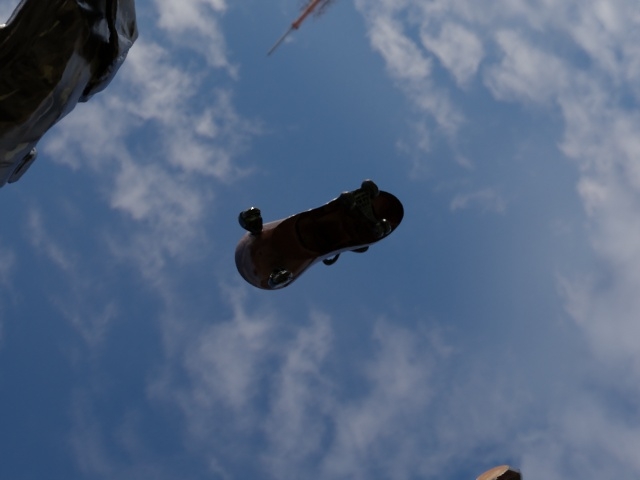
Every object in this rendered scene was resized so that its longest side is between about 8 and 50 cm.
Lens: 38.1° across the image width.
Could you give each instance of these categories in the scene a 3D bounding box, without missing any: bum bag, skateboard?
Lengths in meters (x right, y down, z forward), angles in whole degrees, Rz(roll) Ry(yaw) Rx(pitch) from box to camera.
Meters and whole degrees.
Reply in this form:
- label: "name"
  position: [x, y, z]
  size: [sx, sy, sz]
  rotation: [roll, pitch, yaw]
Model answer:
- label: "bum bag"
  position: [-0.201, -0.105, 0.626]
  size: [0.069, 0.102, 0.248]
  rotation: [41, -108, 5]
- label: "skateboard"
  position: [0.000, 0.000, 0.773]
  size: [0.151, 0.080, 0.067]
  rotation: [-18, -108, -27]

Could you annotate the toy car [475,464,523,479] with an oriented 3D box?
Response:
- label: "toy car"
  position: [0.184, 0.360, 0.976]
  size: [0.200, 0.142, 0.248]
  rotation: [64, -164, 7]
